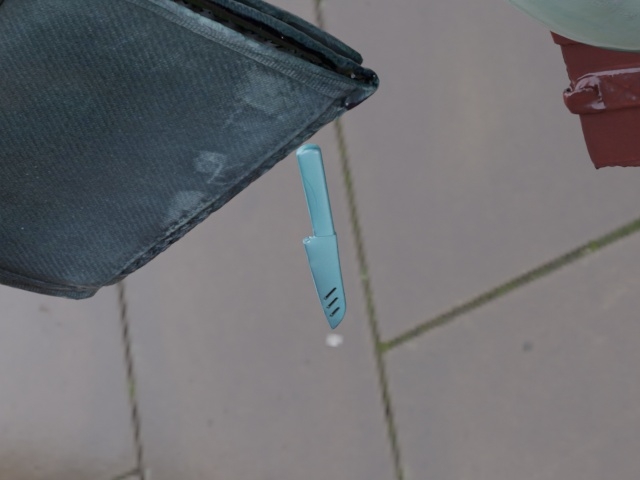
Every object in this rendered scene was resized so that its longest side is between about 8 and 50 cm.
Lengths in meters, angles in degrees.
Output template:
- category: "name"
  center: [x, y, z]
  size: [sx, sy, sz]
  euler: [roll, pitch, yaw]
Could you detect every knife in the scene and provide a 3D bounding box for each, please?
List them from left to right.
- category: "knife"
  center: [0.000, 0.000, 0.611]
  size: [0.005, 0.014, 0.091]
  euler: [-112, 9, -53]

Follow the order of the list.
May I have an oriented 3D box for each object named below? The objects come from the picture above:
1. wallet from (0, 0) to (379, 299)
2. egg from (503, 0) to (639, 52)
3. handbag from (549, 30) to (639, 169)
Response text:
- category: "wallet"
  center: [-0.158, -0.074, 0.984]
  size: [0.342, 0.237, 0.075]
  euler: [-34, 49, 43]
- category: "egg"
  center: [0.176, -0.205, 0.900]
  size: [0.183, 0.264, 0.182]
  euler: [-7, 80, 50]
- category: "handbag"
  center: [0.284, -0.178, 1.060]
  size: [0.276, 0.260, 0.084]
  euler: [-7, 31, 34]
